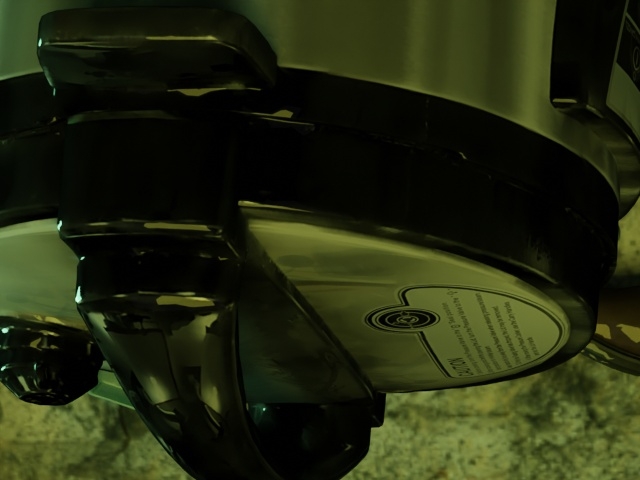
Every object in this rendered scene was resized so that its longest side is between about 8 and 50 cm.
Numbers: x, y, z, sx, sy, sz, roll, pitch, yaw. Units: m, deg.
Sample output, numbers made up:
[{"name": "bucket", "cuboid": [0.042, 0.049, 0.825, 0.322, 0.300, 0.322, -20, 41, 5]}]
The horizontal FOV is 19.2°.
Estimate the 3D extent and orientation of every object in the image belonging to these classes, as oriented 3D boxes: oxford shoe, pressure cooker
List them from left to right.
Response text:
[{"name": "pressure cooker", "cuboid": [-0.026, -0.080, 0.967, 0.370, 0.420, 0.375, 17, 158, -32]}, {"name": "oxford shoe", "cuboid": [0.236, 0.048, 1.263, 0.227, 0.083, 0.096, 17, 102, -2]}]

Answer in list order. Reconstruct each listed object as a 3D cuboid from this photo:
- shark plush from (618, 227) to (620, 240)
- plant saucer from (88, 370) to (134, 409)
[{"name": "shark plush", "cuboid": [0.142, -0.046, 1.185, 0.073, 0.067, 0.161, -27, 150, 14]}, {"name": "plant saucer", "cuboid": [-0.109, 0.041, 1.334, 0.067, 0.018, 0.192, 19, 119, -3]}]
